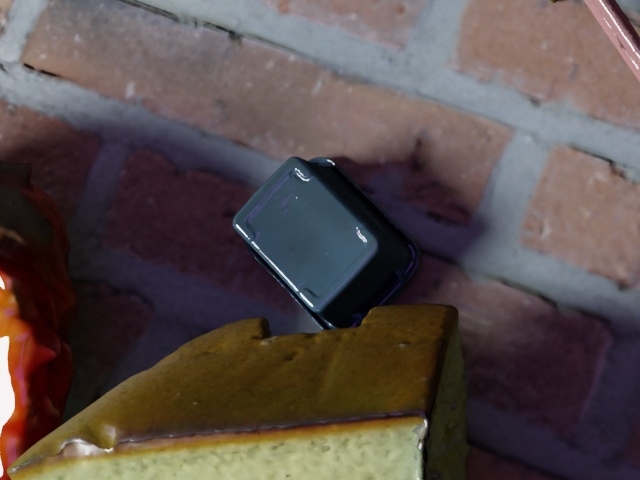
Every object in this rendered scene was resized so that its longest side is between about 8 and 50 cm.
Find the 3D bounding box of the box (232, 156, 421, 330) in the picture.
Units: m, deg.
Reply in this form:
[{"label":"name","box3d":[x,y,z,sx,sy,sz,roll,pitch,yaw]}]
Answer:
[{"label":"box","box3d":[0.000,0.000,1.119,0.074,0.054,0.099,-46,69,4]}]

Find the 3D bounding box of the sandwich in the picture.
[{"label":"sandwich","box3d":[-0.038,0.117,1.056,0.235,0.128,0.122,-4,112,15]}]

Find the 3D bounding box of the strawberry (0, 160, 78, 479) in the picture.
[{"label":"strawberry","box3d":[-0.264,0.098,1.153,0.265,0.149,0.336,17,96,14]}]

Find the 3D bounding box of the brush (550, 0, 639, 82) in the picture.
[{"label":"brush","box3d":[0.147,-0.144,1.074,0.047,0.103,0.233,-35,73,5]}]
